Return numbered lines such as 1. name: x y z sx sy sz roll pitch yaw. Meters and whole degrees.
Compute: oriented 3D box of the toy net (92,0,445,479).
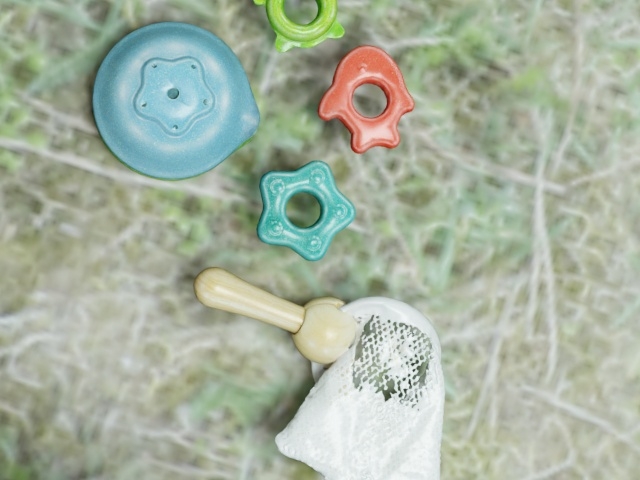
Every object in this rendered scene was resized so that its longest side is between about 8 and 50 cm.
1. toy net: 0.000 0.000 0.786 0.122 0.045 0.232 -28 91 -6
